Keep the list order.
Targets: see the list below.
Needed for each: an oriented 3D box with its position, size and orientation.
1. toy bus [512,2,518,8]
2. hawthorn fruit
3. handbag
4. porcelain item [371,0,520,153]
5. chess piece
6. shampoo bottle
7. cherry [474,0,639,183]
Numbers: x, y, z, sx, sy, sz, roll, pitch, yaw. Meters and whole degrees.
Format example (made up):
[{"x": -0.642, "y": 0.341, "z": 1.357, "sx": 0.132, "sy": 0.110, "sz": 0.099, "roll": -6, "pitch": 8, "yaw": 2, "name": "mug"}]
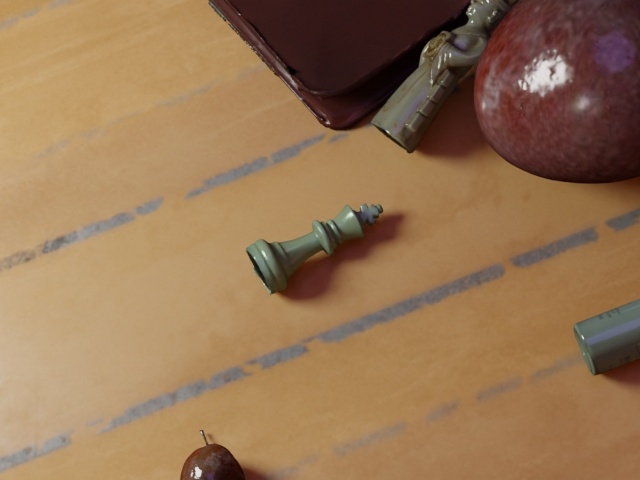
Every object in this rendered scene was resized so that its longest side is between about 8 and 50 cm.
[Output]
[{"x": 0.202, "y": -0.407, "z": 1.777, "sx": 0.106, "sy": 0.131, "sz": 0.297, "roll": -18, "pitch": 61, "yaw": -3, "name": "toy bus"}, {"x": -0.107, "y": 0.225, "z": 1.569, "sx": 0.066, "sy": 0.067, "sz": 0.103, "roll": -12, "pitch": 35, "yaw": 6, "name": "hawthorn fruit"}, {"x": 0.030, "y": -0.285, "z": 1.785, "sx": 0.260, "sy": 0.084, "sz": 0.275, "roll": -36, "pitch": 61, "yaw": -4, "name": "handbag"}, {"x": 0.139, "y": -0.192, "z": 1.684, "sx": 0.213, "sy": 0.054, "sz": 0.084, "roll": -52, "pitch": 22, "yaw": 3, "name": "porcelain item"}, {"x": 0.000, "y": 0.000, "z": 1.658, "sx": 0.149, "sy": 0.059, "sz": 0.059, "roll": -26, "pitch": 61, "yaw": -7, "name": "chess piece"}, {"x": 0.345, "y": 0.071, "z": 1.541, "sx": 0.195, "sy": 0.056, "sz": 0.056, "roll": -22, "pitch": 61, "yaw": 2, "name": "shampoo bottle"}, {"x": 0.287, "y": -0.173, "z": 1.590, "sx": 0.285, "sy": 0.213, "sz": 0.236, "roll": -12, "pitch": 21, "yaw": 26, "name": "cherry"}]
